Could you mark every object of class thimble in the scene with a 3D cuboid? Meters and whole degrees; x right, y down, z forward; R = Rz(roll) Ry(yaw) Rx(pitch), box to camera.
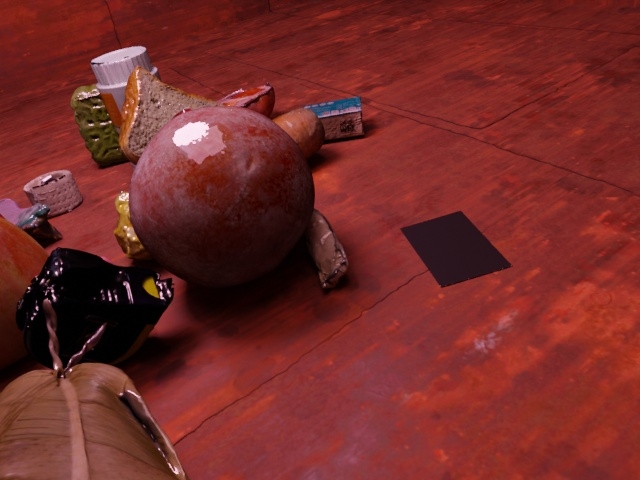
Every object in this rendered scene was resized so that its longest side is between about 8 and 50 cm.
[{"bbox_3d":[-0.684,-0.123,1.280,0.102,0.090,0.115,12,40,30],"label":"thimble"}]

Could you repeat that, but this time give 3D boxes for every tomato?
[{"bbox_3d":[-0.167,-0.073,0.859,0.316,0.317,0.282,-32,64,-27],"label":"tomato"},{"bbox_3d":[-0.233,-0.378,1.492,0.199,0.112,0.228,13,42,43],"label":"tomato"}]

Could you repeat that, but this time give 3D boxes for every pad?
[{"bbox_3d":[0.233,0.009,0.888,0.127,0.004,0.190,-15,35,-5],"label":"pad"}]

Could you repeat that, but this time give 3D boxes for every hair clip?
[{"bbox_3d":[-0.757,-0.046,1.214,0.358,0.110,0.095,8,-1,33],"label":"hair clip"}]

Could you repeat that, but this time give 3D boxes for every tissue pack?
[{"bbox_3d":[0.033,-0.327,1.360,0.169,0.082,0.120,-8,34,6],"label":"tissue pack"}]

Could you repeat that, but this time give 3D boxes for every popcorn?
[{"bbox_3d":[-0.337,-0.031,1.010,0.173,0.142,0.173,3,22,-1],"label":"popcorn"}]

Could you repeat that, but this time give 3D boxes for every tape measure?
[{"bbox_3d":[-0.342,0.117,0.751,0.186,0.199,0.112,-53,38,21],"label":"tape measure"}]

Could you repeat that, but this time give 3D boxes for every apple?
[{"bbox_3d":[-0.573,0.086,0.823,0.256,0.234,0.257,-5,34,4],"label":"apple"}]

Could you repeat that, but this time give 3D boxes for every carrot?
[{"bbox_3d":[-0.118,-0.209,1.192,0.138,0.139,0.302,22,49,40],"label":"carrot"}]

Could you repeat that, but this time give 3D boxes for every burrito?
[{"bbox_3d":[0.000,0.002,0.916,0.058,0.063,0.229,-7,35,-11],"label":"burrito"}]

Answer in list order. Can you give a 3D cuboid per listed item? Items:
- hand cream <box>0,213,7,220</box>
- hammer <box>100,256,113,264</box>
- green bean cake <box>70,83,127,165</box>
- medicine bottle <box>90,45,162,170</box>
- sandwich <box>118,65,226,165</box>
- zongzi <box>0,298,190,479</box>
[{"bbox_3d":[-0.738,0.018,1.002,0.230,0.149,0.230,-12,47,13],"label":"hand cream"},{"bbox_3d":[-0.448,0.065,0.980,0.043,0.043,0.083,10,42,29],"label":"hammer"},{"bbox_3d":[-0.577,-0.353,1.463,0.248,0.222,0.125,-17,33,-13],"label":"green bean cake"},{"bbox_3d":[-0.469,-0.331,1.312,0.158,0.318,0.158,-8,35,5],"label":"medicine bottle"},{"bbox_3d":[-0.354,-0.271,1.217,0.251,0.226,0.087,14,-9,-38],"label":"sandwich"},{"bbox_3d":[-0.145,0.292,0.518,0.466,0.218,0.500,13,17,-13],"label":"zongzi"}]
